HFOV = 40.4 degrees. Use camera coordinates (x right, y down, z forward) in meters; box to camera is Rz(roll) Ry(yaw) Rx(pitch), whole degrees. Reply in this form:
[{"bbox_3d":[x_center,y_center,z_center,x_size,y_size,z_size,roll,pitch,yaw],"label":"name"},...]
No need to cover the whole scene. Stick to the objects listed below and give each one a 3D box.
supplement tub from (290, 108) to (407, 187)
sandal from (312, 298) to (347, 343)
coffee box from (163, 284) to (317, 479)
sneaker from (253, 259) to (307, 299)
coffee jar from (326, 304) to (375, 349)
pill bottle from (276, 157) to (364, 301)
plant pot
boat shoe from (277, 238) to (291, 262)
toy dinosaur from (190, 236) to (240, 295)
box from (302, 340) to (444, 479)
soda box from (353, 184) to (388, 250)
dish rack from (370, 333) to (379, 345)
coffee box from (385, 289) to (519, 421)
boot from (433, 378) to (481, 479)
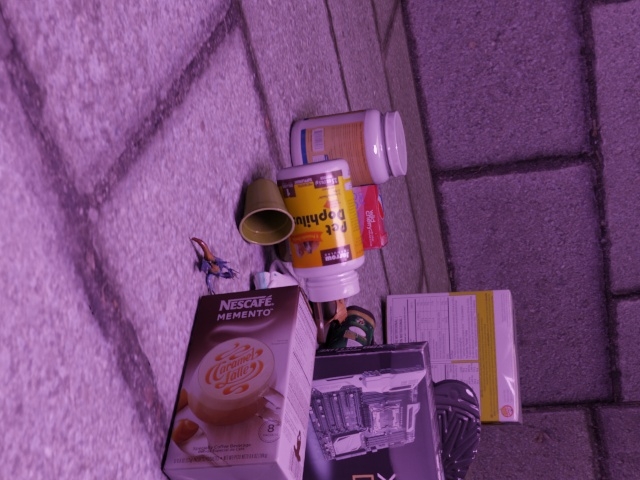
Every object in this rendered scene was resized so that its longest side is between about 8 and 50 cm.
[{"bbox_3d":[0.056,-0.172,1.651,0.144,0.199,0.144,-6,90,-75],"label":"supplement tub"},{"bbox_3d":[0.026,0.132,1.687,0.219,0.060,0.090,-40,123,-73],"label":"sandal"},{"bbox_3d":[-0.090,0.185,1.063,0.098,0.141,0.247,68,20,-45],"label":"coffee box"},{"bbox_3d":[-0.076,0.094,1.317,0.212,0.080,0.094,-74,143,-71],"label":"sneaker"},{"bbox_3d":[0.056,0.206,1.705,0.184,0.079,0.096,-65,179,-64],"label":"coffee jar"},{"bbox_3d":[0.004,-0.016,1.378,0.117,0.117,0.215,-34,114,-74],"label":"pill bottle"},{"bbox_3d":[-0.086,-0.049,1.323,0.083,0.083,0.079,66,10,-50],"label":"plant pot"},{"bbox_3d":[0.000,0.000,1.583,0.285,0.089,0.105,-9,93,-76],"label":"boat shoe"},{"bbox_3d":[-0.135,0.032,1.156,0.082,0.047,0.090,-160,-127,-86],"label":"toy dinosaur"},{"bbox_3d":[0.072,0.328,1.421,0.076,0.242,0.308,-19,103,-75],"label":"box"},{"bbox_3d":[0.087,-0.110,1.960,0.083,0.092,0.263,-31,113,-75],"label":"soda box"},{"bbox_3d":[0.107,0.312,1.900,0.271,0.074,0.208,50,37,-65],"label":"dish rack"},{"bbox_3d":[0.366,0.332,2.370,0.337,0.334,0.338,44,44,-70],"label":"coffee box"},{"bbox_3d":[0.258,0.411,1.945,0.445,0.146,0.367,-58,158,-76],"label":"boot"}]
